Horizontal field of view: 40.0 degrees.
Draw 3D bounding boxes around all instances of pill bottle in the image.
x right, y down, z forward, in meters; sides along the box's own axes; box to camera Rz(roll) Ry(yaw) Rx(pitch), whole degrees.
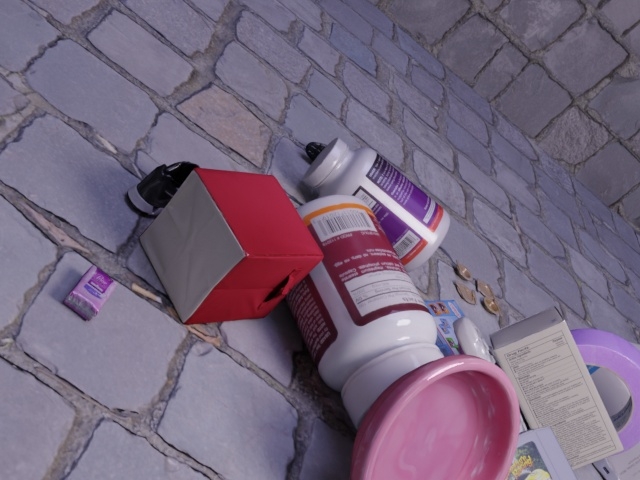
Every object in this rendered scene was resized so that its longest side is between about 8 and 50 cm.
[{"bbox_3d":[0.123,-0.084,1.984,0.323,0.181,0.181,39,27,-11],"label":"pill bottle"},{"bbox_3d":[0.069,0.129,1.561,0.224,0.224,0.392,14,40,-45],"label":"pill bottle"}]

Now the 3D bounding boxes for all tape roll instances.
[{"bbox_3d":[0.588,0.335,1.930,0.275,0.275,0.090,44,26,-1],"label":"tape roll"}]

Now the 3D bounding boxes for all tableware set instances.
[{"bbox_3d":[0.401,0.127,2.251,0.169,0.020,0.141,31,30,-25],"label":"tableware set"}]

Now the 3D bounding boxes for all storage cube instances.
[{"bbox_3d":[-0.152,0.009,1.469,0.193,0.183,0.215,1,51,-52],"label":"storage cube"}]

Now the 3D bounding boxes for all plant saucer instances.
[{"bbox_3d":[0.170,0.327,1.374,0.332,0.332,0.084,19,4,-40],"label":"plant saucer"}]

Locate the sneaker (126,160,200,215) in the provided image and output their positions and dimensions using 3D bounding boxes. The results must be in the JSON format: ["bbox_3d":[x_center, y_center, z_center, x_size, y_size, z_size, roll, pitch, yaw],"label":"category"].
[{"bbox_3d":[-0.229,-0.091,1.587,0.234,0.106,0.078,5,48,-52],"label":"sneaker"}]

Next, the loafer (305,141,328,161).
[{"bbox_3d":[0.025,-0.198,2.163,0.170,0.062,0.061,29,8,-35],"label":"loafer"}]

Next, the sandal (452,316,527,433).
[{"bbox_3d":[0.345,0.354,1.760,0.416,0.102,0.169,67,12,7],"label":"sandal"}]

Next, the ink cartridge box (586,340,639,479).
[{"bbox_3d":[0.779,0.442,2.164,0.285,0.166,0.395,17,37,-42],"label":"ink cartridge box"}]

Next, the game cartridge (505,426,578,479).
[{"bbox_3d":[0.358,0.455,1.569,0.294,0.060,0.196,-21,78,-43],"label":"game cartridge"}]

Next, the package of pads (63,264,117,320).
[{"bbox_3d":[-0.335,0.077,1.284,0.050,0.032,0.083,41,27,-12],"label":"package of pads"}]

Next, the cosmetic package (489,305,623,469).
[{"bbox_3d":[0.487,0.313,1.828,0.309,0.160,0.113,64,10,-8],"label":"cosmetic package"}]

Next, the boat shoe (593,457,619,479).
[{"bbox_3d":[0.656,0.523,2.033,0.100,0.035,0.035,57,2,31],"label":"boat shoe"}]

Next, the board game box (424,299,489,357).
[{"bbox_3d":[0.277,0.205,1.946,0.211,0.039,0.160,3,48,-52],"label":"board game box"}]
